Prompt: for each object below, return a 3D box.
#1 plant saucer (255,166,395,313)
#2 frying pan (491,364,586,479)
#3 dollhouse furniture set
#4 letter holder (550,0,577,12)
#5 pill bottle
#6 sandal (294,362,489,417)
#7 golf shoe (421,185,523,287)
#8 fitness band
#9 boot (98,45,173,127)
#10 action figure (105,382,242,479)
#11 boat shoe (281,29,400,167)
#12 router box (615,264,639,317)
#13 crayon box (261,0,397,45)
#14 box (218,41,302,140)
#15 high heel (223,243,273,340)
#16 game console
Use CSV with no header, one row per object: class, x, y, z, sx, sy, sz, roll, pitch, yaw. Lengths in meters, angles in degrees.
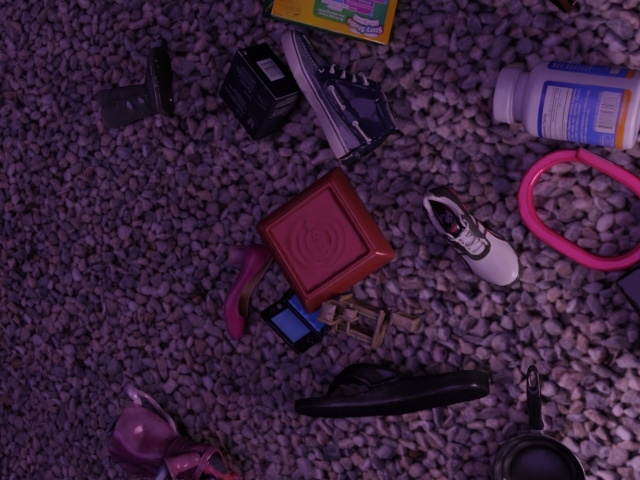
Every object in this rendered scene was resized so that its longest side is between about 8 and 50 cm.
plant saucer,0.000,0.000,1.842,0.259,0.047,0.258,-35,78,15
frying pan,0.439,0.445,1.685,0.197,0.053,0.326,-26,81,24
dollhouse furniture set,0.101,0.202,1.765,0.181,0.161,0.101,19,102,24
letter holder,0.433,-0.638,1.556,0.302,0.152,0.214,44,108,16
pill bottle,0.487,-0.272,1.555,0.271,0.152,0.152,13,99,25
sandal,0.155,0.327,1.773,0.445,0.167,0.107,-13,63,18
golf shoe,0.311,0.000,1.677,0.273,0.120,0.105,46,109,14
fitness band,0.542,-0.065,1.602,0.290,0.054,0.209,35,110,20
boot,-0.486,-0.397,2.057,0.208,0.076,0.190,-1,91,32
action figure,-0.352,0.549,2.020,0.370,0.248,0.276,6,69,26
boat shoe,0.050,-0.350,1.784,0.158,0.127,0.341,-27,90,18
router box,0.762,0.092,1.490,0.308,0.081,0.243,-37,78,23
crayon box,0.028,-0.532,1.700,0.278,0.081,0.166,9,100,-21
box,-0.142,-0.347,1.845,0.156,0.093,0.158,53,141,13
high heel,-0.169,0.129,1.942,0.117,0.082,0.244,5,90,18
game console,-0.049,0.176,1.880,0.144,0.124,0.085,44,136,17
